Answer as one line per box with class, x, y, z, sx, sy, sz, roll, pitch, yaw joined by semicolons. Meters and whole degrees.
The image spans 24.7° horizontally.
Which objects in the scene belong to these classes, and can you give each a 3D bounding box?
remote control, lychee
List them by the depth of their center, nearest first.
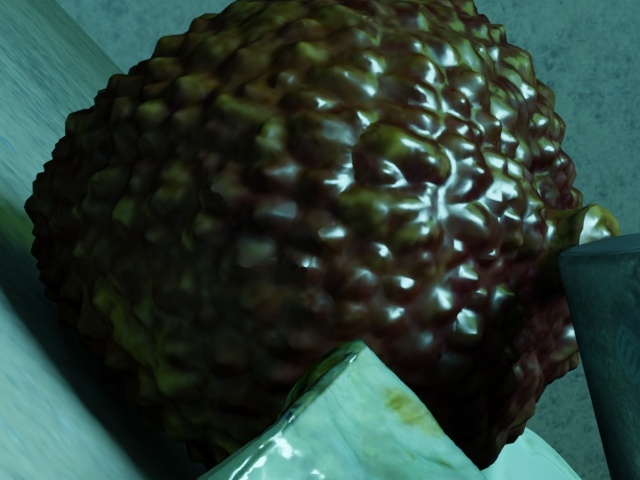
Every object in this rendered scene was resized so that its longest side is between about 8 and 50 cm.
remote control;0.151;0.183;0.495;0.107;0.044;0.378;-176;-107;-86
lychee;0.000;0.000;0.634;0.271;0.236;0.236;10;-23;36

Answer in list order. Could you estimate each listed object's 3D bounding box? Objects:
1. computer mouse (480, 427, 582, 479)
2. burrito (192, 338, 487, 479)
computer mouse;0.082;0.187;0.632;0.159;0.097;0.288;50;20;-14
burrito;0.050;0.142;0.441;0.229;0.089;0.144;45;37;7
